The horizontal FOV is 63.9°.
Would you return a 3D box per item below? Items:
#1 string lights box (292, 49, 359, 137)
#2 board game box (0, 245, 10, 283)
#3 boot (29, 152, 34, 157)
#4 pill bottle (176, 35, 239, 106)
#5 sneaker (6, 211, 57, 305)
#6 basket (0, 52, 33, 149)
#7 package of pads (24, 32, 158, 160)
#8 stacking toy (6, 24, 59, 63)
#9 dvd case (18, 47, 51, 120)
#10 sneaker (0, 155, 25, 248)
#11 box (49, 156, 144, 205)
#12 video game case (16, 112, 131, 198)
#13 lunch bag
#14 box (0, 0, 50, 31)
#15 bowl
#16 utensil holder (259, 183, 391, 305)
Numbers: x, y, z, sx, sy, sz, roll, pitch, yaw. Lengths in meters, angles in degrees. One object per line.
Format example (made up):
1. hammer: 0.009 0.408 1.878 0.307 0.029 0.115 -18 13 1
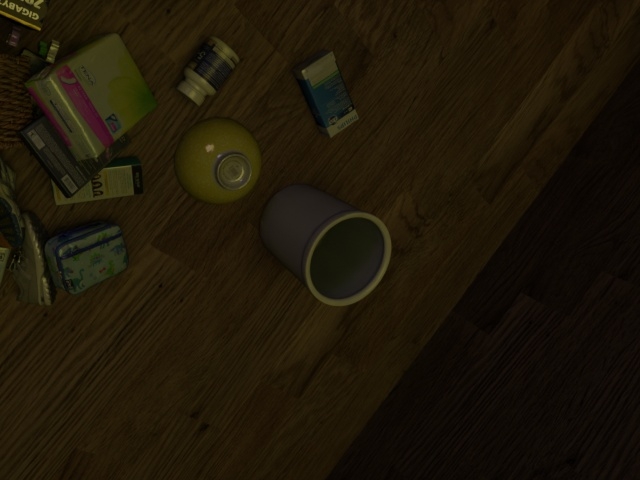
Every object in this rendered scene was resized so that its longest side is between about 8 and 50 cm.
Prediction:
1. string lights box: 0.021 -0.502 1.768 0.133 0.077 0.260 -36 126 -13
2. board game box: -0.998 0.126 1.387 0.224 0.097 0.303 14 101 -35
3. boot: -0.709 -0.265 1.391 0.158 0.059 0.084 -31 141 31
4. pill bottle: -0.337 -0.497 1.520 0.112 0.112 0.187 38 88 -38
5. sneaker: -0.835 0.060 1.456 0.115 0.105 0.281 -3 105 -12
6. basket: -0.825 -0.321 1.160 0.213 0.299 0.223 6 106 2
7. package of pads: -0.585 -0.383 1.337 0.229 0.101 0.296 67 32 -34
8. stacking toy: -0.723 -0.487 1.211 0.167 0.221 0.052 17 101 -38
9. dvd case: -0.717 -0.371 1.392 0.253 0.022 0.180 29 93 -37
10. sneaker: -0.837 -0.127 1.350 0.111 0.131 0.296 -5 116 8
11. box: -0.646 -0.175 1.490 0.244 0.060 0.100 -12 127 -28
12. video game case: -0.636 -0.270 1.358 0.196 0.026 0.274 66 33 -34
13. lunch bag: -0.683 0.044 1.511 0.219 0.090 0.176 -30 127 -48
14. box: -0.744 -0.545 1.107 0.257 0.322 0.079 18 99 -37
15. bowl: -0.300 -0.234 1.633 0.289 0.156 0.289 -14 118 -27
16. utensil holder: 0.000 0.000 1.784 0.327 0.385 0.328 -13 117 -28
